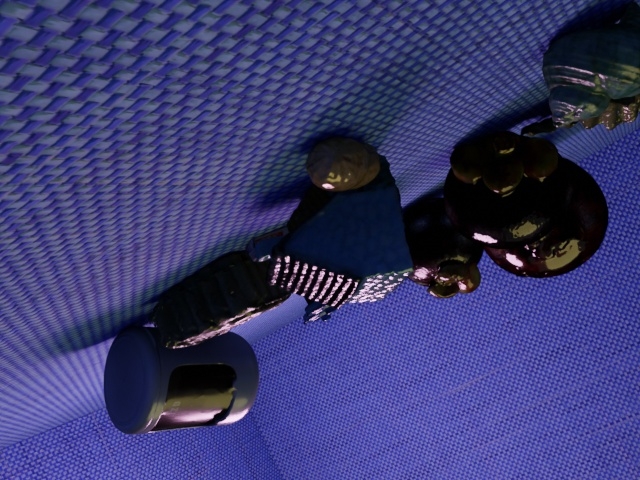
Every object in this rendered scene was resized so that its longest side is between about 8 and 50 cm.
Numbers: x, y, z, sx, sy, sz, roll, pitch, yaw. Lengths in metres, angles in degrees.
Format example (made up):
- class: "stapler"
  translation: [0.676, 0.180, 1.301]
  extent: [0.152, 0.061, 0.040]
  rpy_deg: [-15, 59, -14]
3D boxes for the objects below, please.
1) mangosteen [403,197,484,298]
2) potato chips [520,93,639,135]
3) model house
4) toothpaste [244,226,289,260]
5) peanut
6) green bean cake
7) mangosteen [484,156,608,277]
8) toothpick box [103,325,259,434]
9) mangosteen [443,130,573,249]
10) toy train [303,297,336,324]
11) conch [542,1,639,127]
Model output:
- class: "mangosteen"
  translation: [0.342, 0.020, 1.959]
  extent: [0.287, 0.288, 0.288]
  rpy_deg: [-27, 171, -4]
- class: "potato chips"
  translation: [0.648, -0.310, 1.517]
  extent: [0.373, 0.097, 0.389]
  rpy_deg: [-29, 172, 35]
- class: "model house"
  translation: [0.000, 0.000, 1.173]
  extent: [0.240, 0.226, 0.261]
  rpy_deg: [-11, 164, -11]
- class: "toothpaste"
  translation: [-0.057, -0.009, 1.373]
  extent: [0.196, 0.040, 0.047]
  rpy_deg: [-21, 167, -34]
- class: "peanut"
  translation: [0.038, -0.109, 0.966]
  extent: [0.080, 0.080, 0.174]
  rpy_deg: [-31, 174, 25]
- class: "green bean cake"
  translation: [-0.207, 0.128, 1.443]
  extent: [0.255, 0.132, 0.241]
  rpy_deg: [-30, 175, 16]
- class: "mangosteen"
  translation: [0.634, -0.092, 2.042]
  extent: [0.380, 0.421, 0.381]
  rpy_deg: [-9, 130, -10]
- class: "toothpick box"
  translation: [-0.308, 0.317, 1.621]
  extent: [0.354, 0.263, 0.263]
  rpy_deg: [9, 148, -41]
- class: "mangosteen"
  translation: [0.396, -0.124, 1.463]
  extent: [0.274, 0.275, 0.302]
  rpy_deg: [-27, 145, -2]
- class: "toy train"
  translation: [0.046, 0.071, 1.678]
  extent: [0.264, 0.188, 0.300]
  rpy_deg: [-26, 168, -9]
- class: "conch"
  translation: [0.428, -0.262, 1.044]
  extent: [0.202, 0.134, 0.196]
  rpy_deg: [-30, 170, 9]
